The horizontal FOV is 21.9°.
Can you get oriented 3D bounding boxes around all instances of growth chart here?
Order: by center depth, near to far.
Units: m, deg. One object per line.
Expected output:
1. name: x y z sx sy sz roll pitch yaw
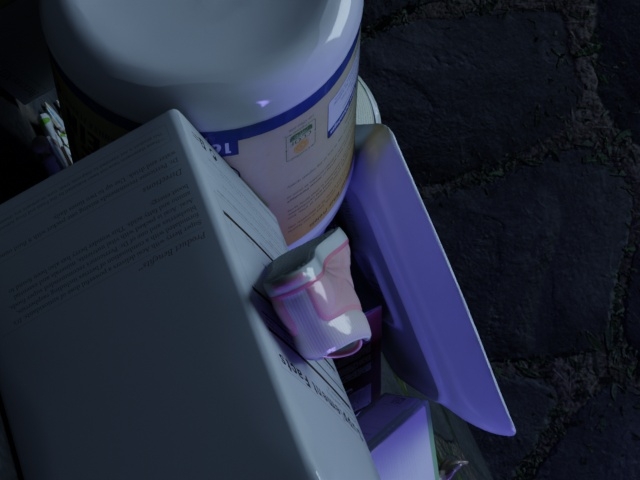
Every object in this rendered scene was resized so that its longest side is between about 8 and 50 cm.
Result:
1. growth chart: -0.202 -0.047 1.467 0.172 0.021 0.237 61 7 -8

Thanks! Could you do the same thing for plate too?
1. plate: 0.064 0.031 1.449 0.277 0.045 0.278 -155 -137 -78

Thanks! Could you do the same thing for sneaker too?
1. sneaker: 0.001 0.038 1.048 0.070 0.051 0.134 61 13 -7

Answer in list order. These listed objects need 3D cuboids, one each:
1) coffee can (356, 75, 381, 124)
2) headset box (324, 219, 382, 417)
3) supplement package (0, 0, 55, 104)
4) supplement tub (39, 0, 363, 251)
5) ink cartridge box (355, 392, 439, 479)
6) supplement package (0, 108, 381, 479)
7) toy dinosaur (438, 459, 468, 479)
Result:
1. coffee can: -0.082 -0.130 1.687 0.275 0.201 0.201 23 39 -61
2. headset box: -0.038 0.043 1.554 0.218 0.110 0.293 59 -11 22
3. supplement package: -0.263 -0.260 1.308 0.204 0.145 0.262 64 8 18
4. supplement tub: -0.085 -0.110 1.271 0.316 0.228 0.228 91 -22 -61
5. ink cartridge box: 0.026 0.258 1.412 0.235 0.056 0.171 -33 122 -47
6. supplement package: -0.090 0.101 1.078 0.175 0.177 0.293 50 15 -56
7. toy dinosaur: 0.059 0.318 1.606 0.296 0.127 0.200 7 81 -66
